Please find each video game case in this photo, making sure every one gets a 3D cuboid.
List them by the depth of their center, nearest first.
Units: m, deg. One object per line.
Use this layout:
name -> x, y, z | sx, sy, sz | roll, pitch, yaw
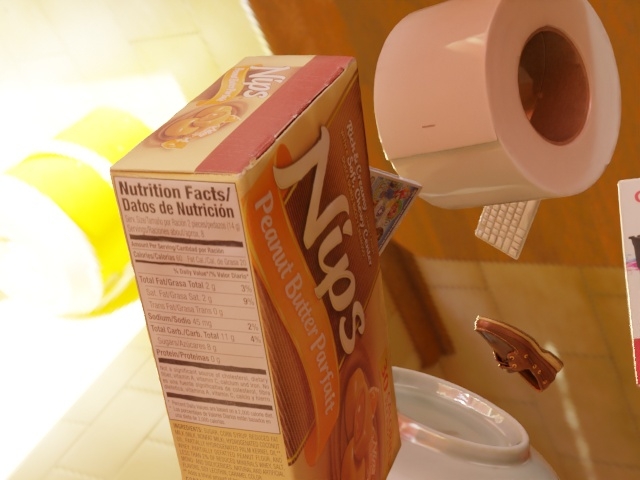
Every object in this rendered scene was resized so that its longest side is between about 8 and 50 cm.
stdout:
video game case -> 0.035, -0.025, 0.964 | 0.011, 0.122, 0.087 | 42, 108, 35

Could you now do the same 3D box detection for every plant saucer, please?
plant saucer -> 0.124, 0.232, 1.227 | 0.400, 0.400, 0.101 | 24, 101, 21

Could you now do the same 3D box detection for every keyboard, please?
keyboard -> 0.270, -0.085, 1.430 | 0.072, 0.014, 0.256 | 37, 136, 26

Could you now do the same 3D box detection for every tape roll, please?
tape roll -> 0.203, -0.163, 1.220 | 0.169, 0.246, 0.246 | -5, 126, 50

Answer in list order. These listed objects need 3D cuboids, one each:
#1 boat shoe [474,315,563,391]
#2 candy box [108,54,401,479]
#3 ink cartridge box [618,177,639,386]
boat shoe -> 0.298, 0.173, 1.626 | 0.178, 0.060, 0.064 | 35, 167, -28
candy box -> -0.025, 0.060, 0.692 | 0.087, 0.183, 0.317 | 3, 119, 22
ink cartridge box -> 0.557, 0.057, 1.543 | 0.226, 0.306, 0.131 | -7, 171, 20
